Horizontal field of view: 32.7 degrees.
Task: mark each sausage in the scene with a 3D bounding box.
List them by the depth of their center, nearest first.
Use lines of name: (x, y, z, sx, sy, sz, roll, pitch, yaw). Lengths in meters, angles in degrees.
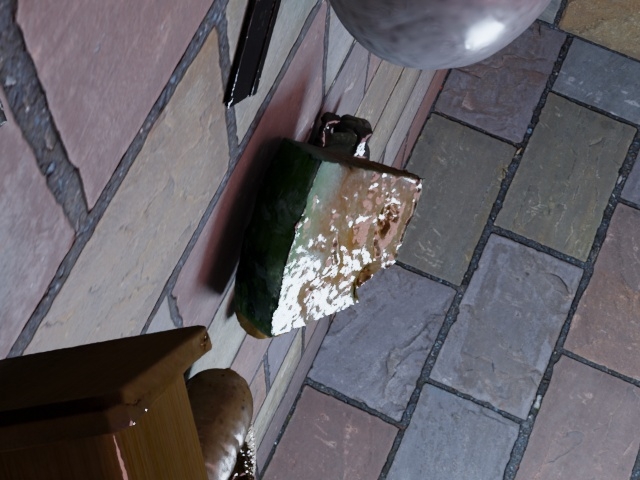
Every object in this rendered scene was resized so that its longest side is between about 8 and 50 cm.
sausage: (-0.224, 0.377, 1.456, 0.136, 0.123, 0.501, -28, -152, 52)

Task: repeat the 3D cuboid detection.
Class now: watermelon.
watermelon: (-0.015, -0.005, 1.548, 0.302, 0.151, 0.264, -3, 113, -55)

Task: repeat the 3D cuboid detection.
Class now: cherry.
cherry: (0.132, -0.351, 1.243, 0.335, 0.291, 0.326, -20, 147, -54)

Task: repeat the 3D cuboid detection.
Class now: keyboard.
keyboard: (-0.065, -0.231, 1.144, 0.060, 0.018, 0.195, -43, 156, -54)

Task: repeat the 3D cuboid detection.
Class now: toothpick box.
toothpick box: (-0.154, 0.235, 0.749, 0.190, 0.187, 0.308, -47, 125, -76)

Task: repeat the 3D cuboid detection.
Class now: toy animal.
toy animal: (0.028, -0.125, 1.783, 0.343, 0.106, 0.168, -59, 169, -64)

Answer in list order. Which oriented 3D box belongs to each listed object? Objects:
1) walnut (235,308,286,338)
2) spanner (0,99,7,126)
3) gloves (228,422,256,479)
walnut: (-0.084, 0.104, 1.713, 0.124, 0.105, 0.105, -120, -128, -80)
spanner: (-0.189, -0.138, 0.519, 0.325, 0.026, 0.093, 101, 13, -64)
gloves: (-0.177, 0.386, 1.754, 0.210, 0.135, 0.312, -66, 172, 30)
